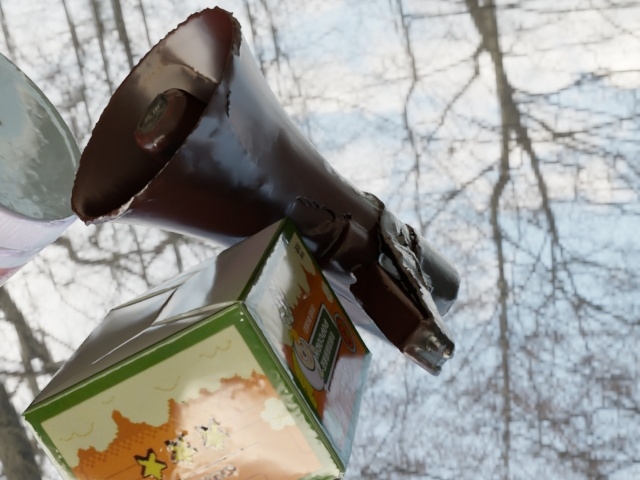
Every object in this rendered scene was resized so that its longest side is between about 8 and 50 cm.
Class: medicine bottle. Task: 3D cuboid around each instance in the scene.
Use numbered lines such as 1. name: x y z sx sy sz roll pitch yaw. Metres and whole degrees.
1. medicine bottle: -0.399 -0.049 1.128 0.241 0.252 0.252 -38 -158 20

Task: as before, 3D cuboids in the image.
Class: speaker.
1. speaker: 0.001 -0.024 0.913 0.259 0.329 0.198 -7 -126 60

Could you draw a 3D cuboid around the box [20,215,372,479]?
1. box: -0.075 0.106 0.828 0.177 0.148 0.195 -27 -169 14
